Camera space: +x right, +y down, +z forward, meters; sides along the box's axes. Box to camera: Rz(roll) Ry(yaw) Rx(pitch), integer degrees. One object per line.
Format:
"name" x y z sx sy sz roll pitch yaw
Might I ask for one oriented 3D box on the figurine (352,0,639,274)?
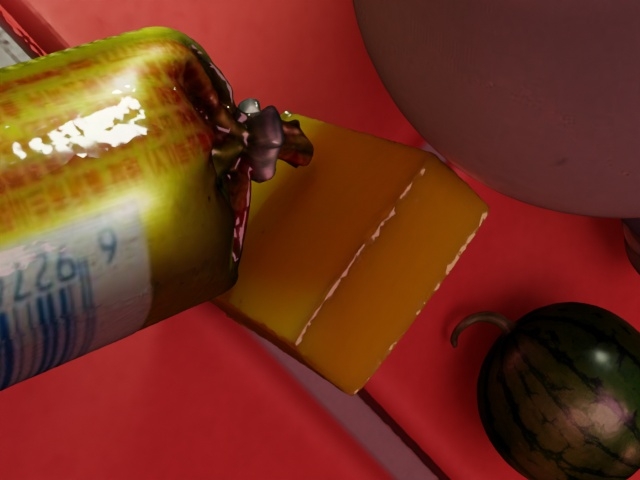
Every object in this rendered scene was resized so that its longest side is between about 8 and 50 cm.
"figurine" 0.172 -0.081 0.624 0.224 0.205 0.382 -29 146 22

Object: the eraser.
"eraser" 0.000 0.000 0.628 0.045 0.122 0.097 40 83 -32

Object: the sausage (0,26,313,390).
"sausage" -0.138 -0.003 0.549 0.317 0.117 0.125 -22 85 -28

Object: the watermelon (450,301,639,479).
"watermelon" 0.127 0.076 0.748 0.109 0.109 0.109 -10 109 -30
